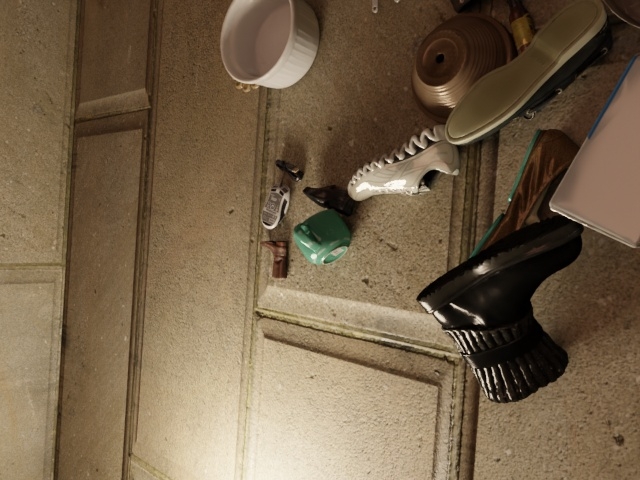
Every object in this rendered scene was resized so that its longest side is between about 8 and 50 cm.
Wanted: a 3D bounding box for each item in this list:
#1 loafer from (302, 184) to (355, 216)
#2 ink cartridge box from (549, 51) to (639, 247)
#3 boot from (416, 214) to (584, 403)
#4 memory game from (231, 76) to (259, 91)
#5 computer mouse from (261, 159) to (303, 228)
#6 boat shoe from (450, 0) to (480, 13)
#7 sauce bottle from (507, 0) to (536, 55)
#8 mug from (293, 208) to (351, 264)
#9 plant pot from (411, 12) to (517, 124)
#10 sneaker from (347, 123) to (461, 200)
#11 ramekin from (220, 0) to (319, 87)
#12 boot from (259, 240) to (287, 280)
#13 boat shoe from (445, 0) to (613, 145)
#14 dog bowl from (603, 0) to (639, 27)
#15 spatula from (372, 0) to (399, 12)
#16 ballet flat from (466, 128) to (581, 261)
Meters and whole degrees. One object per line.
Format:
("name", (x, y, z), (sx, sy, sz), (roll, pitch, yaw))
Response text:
("loafer", (0.026, -0.114, 1.380), (0.170, 0.062, 0.061), (24, 82, 36))
("ink cartridge box", (0.492, -0.110, 0.787), (0.129, 0.307, 0.223), (35, 111, 35))
("boot", (0.365, 0.128, 0.945), (0.260, 0.131, 0.348), (53, 136, 3))
("memory game", (-0.215, -0.546, 1.634), (0.186, 0.012, 0.186), (-2, 86, 41))
("computer mouse", (-0.113, -0.124, 1.510), (0.106, 0.042, 0.193), (26, 100, 35))
("boat shoe", (0.394, -0.541, 1.035), (0.335, 0.112, 0.095), (-4, 103, 47))
("sauce bottle", (0.397, -0.428, 1.061), (0.042, 0.042, 0.128), (-19, 78, 40))
("mug", (0.001, 0.004, 1.323), (0.097, 0.158, 0.129), (56, 147, 21))
("plant pot", (0.276, -0.366, 1.123), (0.237, 0.110, 0.237), (-2, 87, 43))
("sneaker", (0.182, -0.146, 1.208), (0.292, 0.110, 0.118), (-28, 79, 38))
("ramekin", (-0.134, -0.555, 1.471), (0.277, 0.135, 0.277), (-2, 87, 39))
("boot", (-0.134, 0.058, 1.527), (0.106, 0.037, 0.114), (3, 95, 44))
("boat shoe", (0.394, -0.290, 1.014), (0.340, 0.113, 0.127), (-46, 42, 24))
("dog bowl", (0.616, -0.481, 0.827), (0.349, 0.102, 0.348), (-2, 86, 42))
("spatula", (0.182, -0.676, 1.283), (0.168, 0.019, 0.242), (-1, 89, 36))
("ballet flat", (0.393, -0.040, 1.022), (0.124, 0.116, 0.342), (30, 105, 19))
